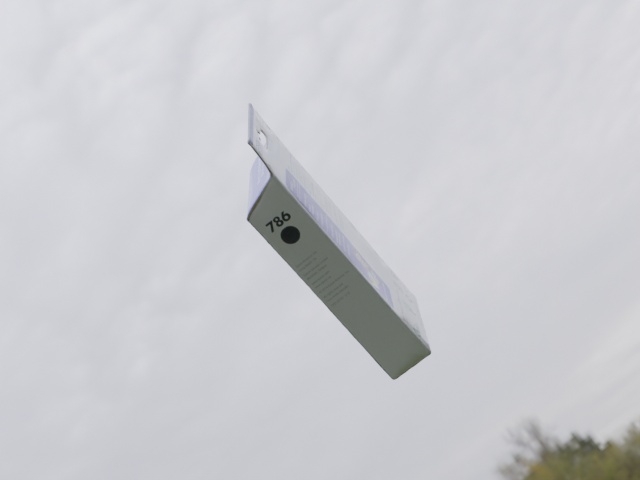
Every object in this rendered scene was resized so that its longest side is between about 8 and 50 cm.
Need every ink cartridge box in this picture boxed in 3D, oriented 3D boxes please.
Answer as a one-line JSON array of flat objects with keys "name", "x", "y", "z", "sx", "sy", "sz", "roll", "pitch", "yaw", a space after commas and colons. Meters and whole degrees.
[{"name": "ink cartridge box", "x": 0.000, "y": 0.000, "z": 1.400, "sx": 0.065, "sy": 0.332, "sz": 0.165, "roll": -36, "pitch": 18, "yaw": 12}]
